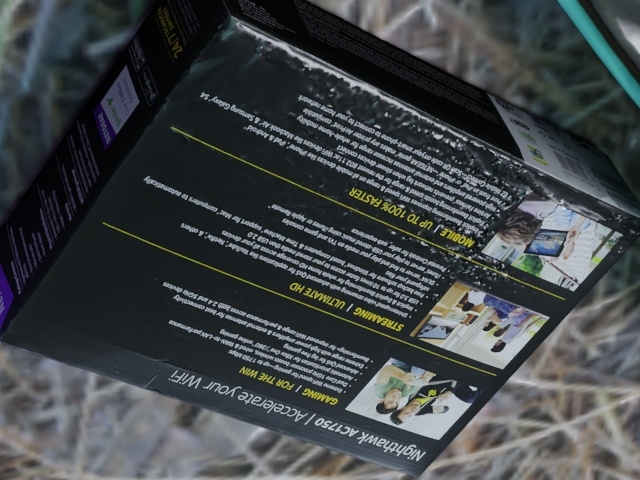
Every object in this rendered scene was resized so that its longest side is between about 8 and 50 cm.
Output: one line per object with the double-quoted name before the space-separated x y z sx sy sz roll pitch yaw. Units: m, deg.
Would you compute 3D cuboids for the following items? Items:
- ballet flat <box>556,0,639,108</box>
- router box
"ballet flat" 0.140 -0.046 0.515 0.096 0.095 0.280 -27 133 12
"router box" 0.000 0.000 0.539 0.179 0.046 0.133 23 118 -33
